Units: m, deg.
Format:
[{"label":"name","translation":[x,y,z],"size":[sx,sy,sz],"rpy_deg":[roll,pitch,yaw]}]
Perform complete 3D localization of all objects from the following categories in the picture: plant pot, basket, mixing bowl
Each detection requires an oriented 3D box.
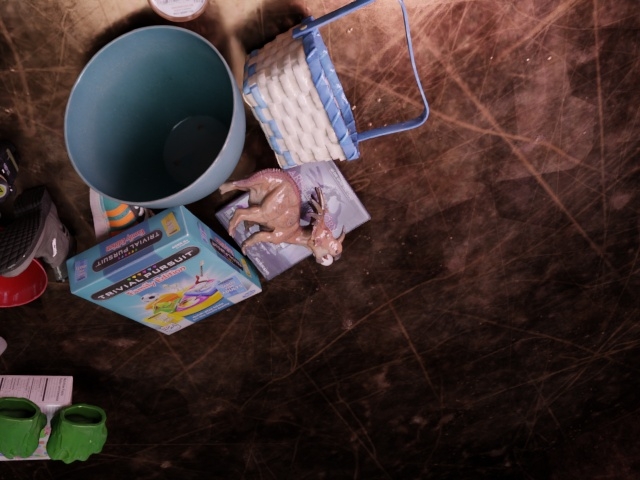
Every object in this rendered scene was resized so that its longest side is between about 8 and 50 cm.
[{"label":"plant pot","translation":[-0.246,-0.181,0.972],"size":[0.290,0.290,0.195],"rpy_deg":[-26,166,8]},{"label":"basket","translation":[0.025,-0.267,0.978],"size":[0.288,0.201,0.255],"rpy_deg":[-12,134,13]},{"label":"mixing bowl","translation":[-0.637,0.039,1.137],"size":[0.181,0.098,0.182],"rpy_deg":[-8,136,-8]}]

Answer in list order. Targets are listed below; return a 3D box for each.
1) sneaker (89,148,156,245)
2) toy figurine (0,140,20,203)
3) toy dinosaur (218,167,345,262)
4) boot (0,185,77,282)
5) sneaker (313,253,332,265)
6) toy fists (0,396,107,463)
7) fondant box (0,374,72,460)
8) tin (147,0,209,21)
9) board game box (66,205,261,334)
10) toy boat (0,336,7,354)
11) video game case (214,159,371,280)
[{"label":"sneaker","translation":[-0.380,-0.067,1.121],"size":[0.120,0.108,0.302],"rpy_deg":[-2,137,-15]},{"label":"toy figurine","translation":[-0.654,-0.098,0.989],"size":[0.213,0.148,0.209],"rpy_deg":[29,117,-33]},{"label":"toy dinosaur","translation":[-0.075,-0.068,1.102],"size":[0.200,0.127,0.296],"rpy_deg":[-19,143,4]},{"label":"boot","translation":[-0.510,0.020,1.065],"size":[0.083,0.247,0.161],"rpy_deg":[-17,127,1]},{"label":"sneaker","translation":[0.000,0.000,1.303],"size":[0.061,0.054,0.152],"rpy_deg":[-28,130,6]},{"label":"toy fists","translation":[-0.658,0.456,1.371],"size":[0.279,0.096,0.142],"rpy_deg":[13,113,-22]},{"label":"fondant box","translation":[-0.811,0.452,1.448],"size":[0.330,0.096,0.238],"rpy_deg":[6,127,-18]},{"label":"tin","translation":[-0.225,-0.429,0.866],"size":[0.106,0.040,0.190],"rpy_deg":[-14,131,-9]},{"label":"board game box","translation":[-0.308,0.077,1.197],"size":[0.253,0.079,0.336],"rpy_deg":[-26,152,8]},{"label":"toy boat","translation":[-0.871,0.270,1.251],"size":[0.317,0.148,0.268],"rpy_deg":[-2,111,-10]},{"label":"video game case","translation":[-0.058,-0.055,1.224],"size":[0.274,0.026,0.196],"rpy_deg":[-31,112,13]}]
